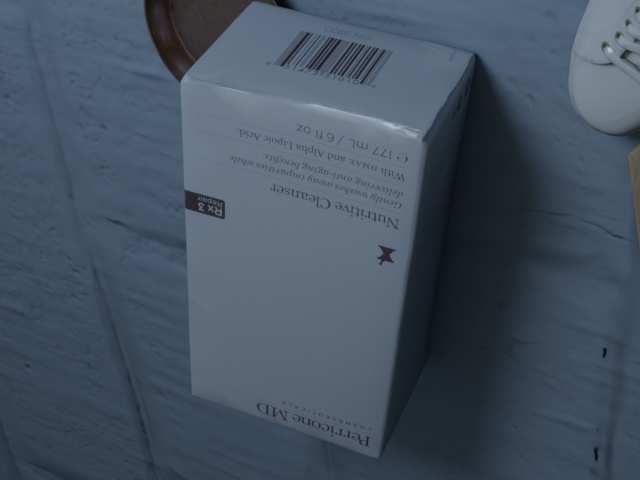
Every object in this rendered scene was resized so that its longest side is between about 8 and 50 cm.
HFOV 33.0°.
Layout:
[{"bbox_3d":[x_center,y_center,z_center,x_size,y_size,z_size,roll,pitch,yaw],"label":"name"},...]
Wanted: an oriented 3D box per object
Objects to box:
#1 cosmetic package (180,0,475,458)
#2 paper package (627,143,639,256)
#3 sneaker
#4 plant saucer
[{"bbox_3d":[0.000,0.000,0.996,0.217,0.156,0.385,15,130,15],"label":"cosmetic package"},{"bbox_3d":[0.370,0.066,0.668,0.309,0.168,0.325,-8,92,51],"label":"paper package"},{"bbox_3d":[0.241,-0.163,0.724,0.106,0.123,0.290,36,139,7],"label":"sneaker"},{"bbox_3d":[-0.093,-0.202,1.022,0.168,0.029,0.168,20,133,23],"label":"plant saucer"}]
